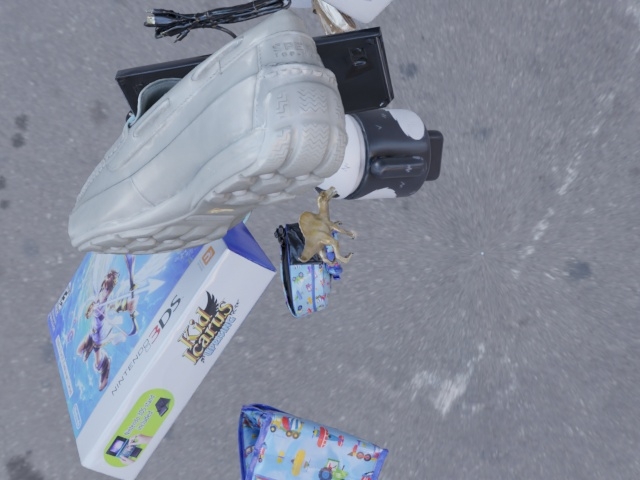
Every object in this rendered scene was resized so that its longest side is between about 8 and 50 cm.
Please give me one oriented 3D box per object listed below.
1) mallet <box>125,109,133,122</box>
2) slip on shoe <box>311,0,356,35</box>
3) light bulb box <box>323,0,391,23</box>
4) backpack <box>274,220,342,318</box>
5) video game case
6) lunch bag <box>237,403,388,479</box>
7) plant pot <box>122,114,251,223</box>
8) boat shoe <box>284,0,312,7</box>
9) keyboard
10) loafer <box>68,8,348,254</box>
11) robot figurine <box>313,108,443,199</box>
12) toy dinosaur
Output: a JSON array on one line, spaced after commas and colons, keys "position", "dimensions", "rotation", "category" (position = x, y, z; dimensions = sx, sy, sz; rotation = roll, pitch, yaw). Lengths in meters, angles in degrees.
[{"position": [-0.301, -0.253, 1.876], "dimensions": [0.062, 0.189, 0.039], "rotation": [29, 127, 18], "category": "mallet"}, {"position": [0.002, -0.345, 1.383], "dimensions": [0.041, 0.051, 0.135], "rotation": [-38, 76, 27], "category": "slip on shoe"}, {"position": [-0.070, -0.355, 0.449], "dimensions": [0.225, 0.361, 0.358], "rotation": [-40, 48, 33], "category": "light bulb box"}, {"position": [-0.018, 0.055, 1.765], "dimensions": [0.116, 0.158, 0.173], "rotation": [-6, 85, -1], "category": "backpack"}, {"position": [-0.173, 0.056, 0.949], "dimensions": [0.061, 0.269, 0.244], "rotation": [29, 102, -33], "category": "video game case"}, {"position": [-0.033, 0.375, 1.714], "dimensions": [0.220, 0.293, 0.138], "rotation": [19, 87, -11], "category": "lunch bag"}, {"position": [-0.181, -0.194, 1.760], "dimensions": [0.271, 0.272, 0.255], "rotation": [28, 50, 9], "category": "plant pot"}, {"position": [0.036, -0.503, 1.876], "dimensions": [0.228, 0.080, 0.076], "rotation": [-5, 66, -2], "category": "boat shoe"}, {"position": [-0.084, -0.206, 1.107], "dimensions": [0.317, 0.202, 0.033], "rotation": [-8, 52, 9], "category": "keyboard"}, {"position": [-0.097, -0.063, 0.708], "dimensions": [0.319, 0.112, 0.112], "rotation": [-22, 72, 46], "category": "loafer"}, {"position": [0.096, -0.160, 1.807], "dimensions": [0.278, 0.209, 0.174], "rotation": [-4, 68, -29], "category": "robot figurine"}, {"position": [0.000, 0.000, 1.422], "dimensions": [0.092, 0.183, 0.053], "rotation": [42, 129, -19], "category": "toy dinosaur"}]
